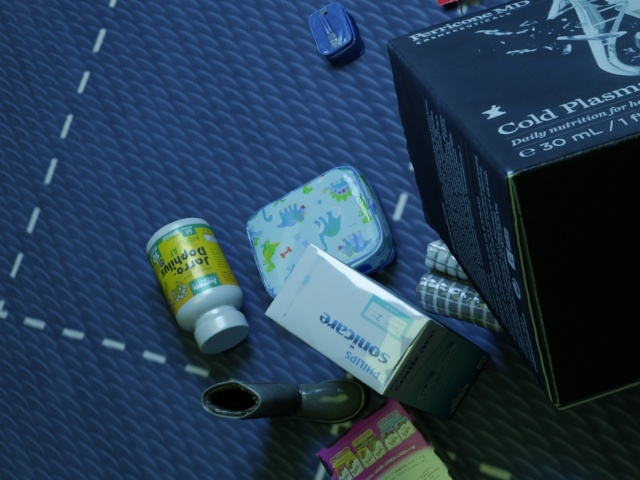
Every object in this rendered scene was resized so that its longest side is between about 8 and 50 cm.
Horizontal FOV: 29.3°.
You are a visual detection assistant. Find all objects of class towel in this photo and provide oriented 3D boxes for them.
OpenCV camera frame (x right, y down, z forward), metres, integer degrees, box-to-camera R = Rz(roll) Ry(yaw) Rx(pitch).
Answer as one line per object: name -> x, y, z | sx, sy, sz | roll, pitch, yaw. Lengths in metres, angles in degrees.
towel -> 0.291, 0.076, 1.703 | 0.235, 0.284, 0.121 | 15, 96, 29

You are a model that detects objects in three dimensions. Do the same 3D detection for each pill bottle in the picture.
pill bottle -> -0.196, 0.076, 2.002 | 0.118, 0.117, 0.208 | -33, 65, 12

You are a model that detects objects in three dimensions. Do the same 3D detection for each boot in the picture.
boot -> -0.050, 0.237, 1.839 | 0.190, 0.208, 0.076 | -11, 72, 21

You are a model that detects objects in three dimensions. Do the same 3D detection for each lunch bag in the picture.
lunch bag -> 0.000, 0.000, 1.953 | 0.219, 0.090, 0.176 | -29, 65, 14
lunch bag -> 0.024, -0.351, 2.058 | 0.067, 0.065, 0.098 | -27, 67, 15

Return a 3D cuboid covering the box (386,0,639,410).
box -> 0.382, -0.108, 1.412 | 0.480, 0.297, 0.471 | -18, 26, -4

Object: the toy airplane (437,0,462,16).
toy airplane -> 0.222, -0.442, 2.018 | 0.151, 0.028, 0.151 | -7, 72, 24

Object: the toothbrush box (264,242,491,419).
toothbrush box -> 0.089, 0.136, 1.758 | 0.216, 0.295, 0.126 | 33, 91, 29

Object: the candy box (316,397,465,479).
candy box -> 0.123, 0.366, 1.803 | 0.159, 0.071, 0.233 | -38, 63, 9
